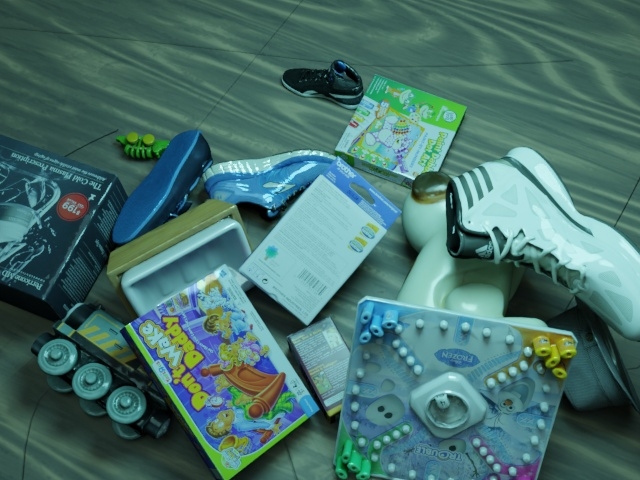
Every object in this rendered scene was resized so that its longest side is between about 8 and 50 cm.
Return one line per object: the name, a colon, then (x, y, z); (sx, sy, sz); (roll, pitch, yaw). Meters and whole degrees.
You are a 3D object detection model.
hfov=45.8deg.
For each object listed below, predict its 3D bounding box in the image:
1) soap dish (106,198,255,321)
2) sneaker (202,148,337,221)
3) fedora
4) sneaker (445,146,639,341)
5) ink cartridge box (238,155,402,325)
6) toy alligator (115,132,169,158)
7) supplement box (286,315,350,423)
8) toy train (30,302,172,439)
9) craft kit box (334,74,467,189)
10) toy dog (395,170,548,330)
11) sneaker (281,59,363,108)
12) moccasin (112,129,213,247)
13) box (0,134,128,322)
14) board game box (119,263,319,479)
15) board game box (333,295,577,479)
soap dish: (-0.285, 0.057, 1.597); (0.291, 0.229, 0.118); (-29, 49, -13)
sneaker: (-0.097, -0.118, 1.744); (0.330, 0.130, 0.147); (-11, 84, -8)
fedora: (0.532, 0.244, 1.518); (0.124, 0.244, 0.275); (-25, 65, 21)
sneaker: (0.378, 0.035, 1.353); (0.257, 0.169, 0.447); (-21, 54, -19)
ink cartridge box: (0.000, 0.000, 1.571); (0.186, 0.065, 0.311); (40, 93, -6)
toy alligator: (-0.402, -0.218, 1.815); (0.190, 0.056, 0.051); (7, 64, 4)
supplement box: (0.019, 0.266, 1.562); (0.104, 0.081, 0.188); (-26, 67, -11)
toy train: (-0.419, 0.261, 1.545); (0.334, 0.142, 0.190); (31, 59, 13)
craft kit box: (0.195, -0.258, 1.833); (0.247, 0.061, 0.250); (23, 67, 8)
toy dog: (0.281, 0.058, 1.587); (0.395, 0.284, 0.407); (-9, 62, 16)
sneaker: (0.007, -0.408, 1.869); (0.217, 0.121, 0.079); (18, 65, 9)
moccasin: (-0.332, -0.100, 1.711); (0.138, 0.117, 0.342); (8, 55, 39)
box: (-0.642, -0.028, 1.659); (0.343, 0.179, 0.312); (19, 67, 10)
board game box: (-0.195, 0.255, 1.482); (0.233, 0.078, 0.347); (-33, 91, -26)
board game box: (0.235, 0.315, 1.400); (0.390, 0.390, 0.050); (10, 24, 5)
